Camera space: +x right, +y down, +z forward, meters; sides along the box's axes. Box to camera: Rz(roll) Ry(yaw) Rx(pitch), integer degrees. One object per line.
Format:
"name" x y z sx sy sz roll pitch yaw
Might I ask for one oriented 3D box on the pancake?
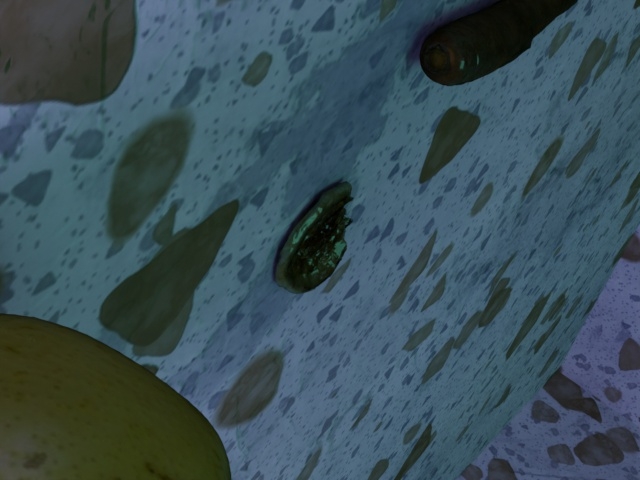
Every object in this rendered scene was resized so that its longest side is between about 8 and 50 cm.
"pancake" -0.005 0.003 1.169 0.116 0.023 0.129 -46 153 -23

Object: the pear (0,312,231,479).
"pear" -0.199 0.210 0.614 0.348 0.348 0.348 -45 158 -24

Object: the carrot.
"carrot" 0.210 -0.234 1.215 0.342 0.070 0.070 -35 152 -46
